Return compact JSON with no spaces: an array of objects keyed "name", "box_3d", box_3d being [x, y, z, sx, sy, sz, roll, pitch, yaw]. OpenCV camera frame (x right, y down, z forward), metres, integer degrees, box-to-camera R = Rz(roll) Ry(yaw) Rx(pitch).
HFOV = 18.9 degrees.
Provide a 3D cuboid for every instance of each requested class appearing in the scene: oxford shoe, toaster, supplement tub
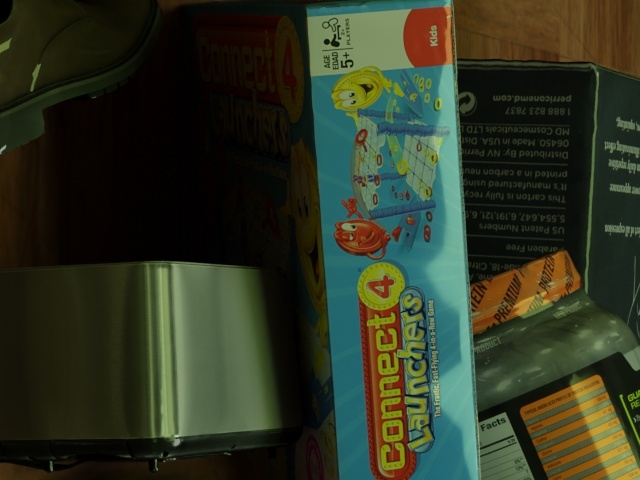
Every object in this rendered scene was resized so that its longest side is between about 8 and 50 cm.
[{"name":"oxford shoe","box_3d":[-0.160,-0.120,1.082,0.227,0.083,0.096,-43,123,-57]},{"name":"toaster","box_3d":[-0.123,0.071,1.065,0.185,0.168,0.110,6,81,-63]},{"name":"supplement tub","box_3d":[0.155,0.178,1.296,0.193,0.193,0.316,-14,82,-63]}]

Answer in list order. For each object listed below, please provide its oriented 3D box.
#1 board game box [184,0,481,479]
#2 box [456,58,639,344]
[{"name":"board game box","box_3d":[0.000,0.000,1.194,0.308,0.086,0.302,-159,-117,-73]},{"name":"box","box_3d":[0.163,0.063,1.562,0.293,0.212,0.395,4,89,-64]}]
